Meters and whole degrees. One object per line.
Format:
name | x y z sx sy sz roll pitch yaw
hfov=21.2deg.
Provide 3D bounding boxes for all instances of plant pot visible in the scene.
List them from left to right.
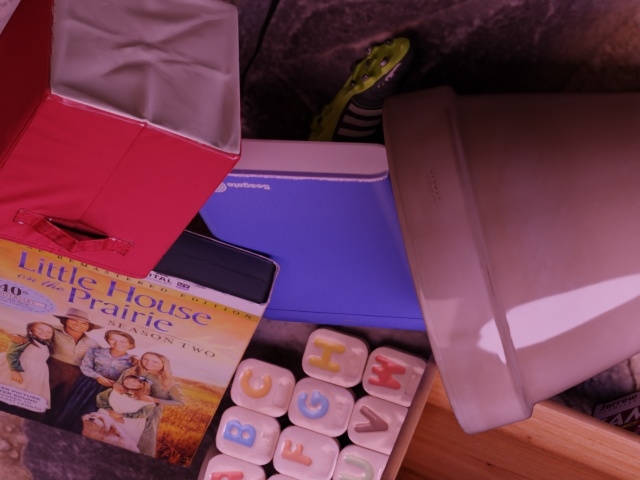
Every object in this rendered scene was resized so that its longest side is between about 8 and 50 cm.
plant pot | 0.229 -0.011 1.552 0.280 0.323 0.323 -15 123 9

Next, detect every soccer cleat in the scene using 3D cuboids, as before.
soccer cleat | 0.052 -0.133 1.654 0.072 0.060 0.179 27 138 -17

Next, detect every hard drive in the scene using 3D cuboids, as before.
hard drive | 0.000 0.000 1.701 0.210 0.040 0.318 3 153 17

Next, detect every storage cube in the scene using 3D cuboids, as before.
storage cube | -0.192 -0.110 1.506 0.184 0.215 0.193 18 137 -25

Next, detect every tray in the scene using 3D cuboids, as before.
tray | 0.268 0.276 1.714 0.411 0.203 0.076 22 131 5

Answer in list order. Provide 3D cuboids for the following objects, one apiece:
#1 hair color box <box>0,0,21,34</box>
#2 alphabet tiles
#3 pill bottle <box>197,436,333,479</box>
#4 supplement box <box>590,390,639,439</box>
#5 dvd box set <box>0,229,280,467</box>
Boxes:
hair color box | -0.309 -0.334 1.572 0.185 0.113 0.374 -24 117 32
alphabet tiles | 0.018 0.246 1.876 0.278 0.021 0.284 18 94 10
pill bottle | -0.001 0.317 1.968 0.272 0.152 0.152 11 130 11
supplement box | 0.405 0.263 1.837 0.130 0.073 0.239 -26 114 34
dvd box set | -0.239 0.099 1.843 0.308 0.062 0.420 19 147 -6
